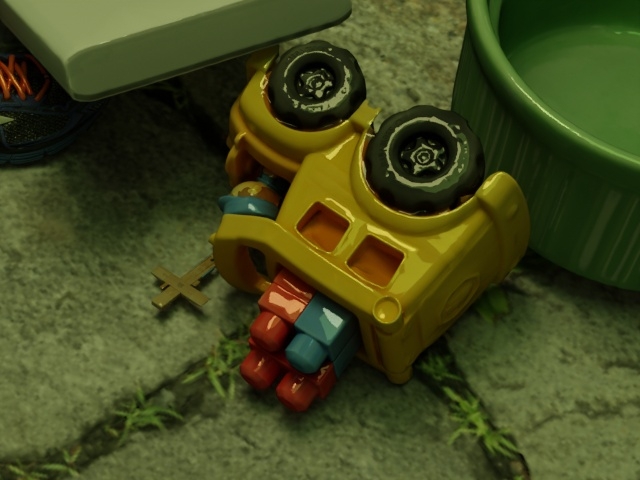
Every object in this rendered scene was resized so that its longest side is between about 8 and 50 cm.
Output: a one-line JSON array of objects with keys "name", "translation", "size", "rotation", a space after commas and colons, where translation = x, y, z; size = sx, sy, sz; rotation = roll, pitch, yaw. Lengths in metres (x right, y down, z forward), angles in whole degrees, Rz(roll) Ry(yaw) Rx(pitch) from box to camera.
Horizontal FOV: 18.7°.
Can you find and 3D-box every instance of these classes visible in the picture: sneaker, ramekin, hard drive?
[{"name": "sneaker", "translation": [-0.253, -0.102, 1.384], "size": [0.221, 0.087, 0.083], "rotation": [-14, 58, -14]}, {"name": "ramekin", "translation": [0.237, -0.108, 1.381], "size": [0.303, 0.148, 0.303], "rotation": [6, 51, -7]}, {"name": "hard drive", "translation": [-0.133, -0.193, 1.401], "size": [0.203, 0.040, 0.307], "rotation": [-19, 30, -17]}]

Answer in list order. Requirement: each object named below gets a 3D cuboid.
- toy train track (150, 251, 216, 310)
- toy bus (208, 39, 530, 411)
[{"name": "toy train track", "translation": [-0.086, 0.026, 1.355], "size": [0.048, 0.014, 0.083], "rotation": [33, 52, 25]}, {"name": "toy bus", "translation": [0.000, 0.000, 1.317], "size": [0.220, 0.149, 0.211], "rotation": [34, 74, 20]}]
